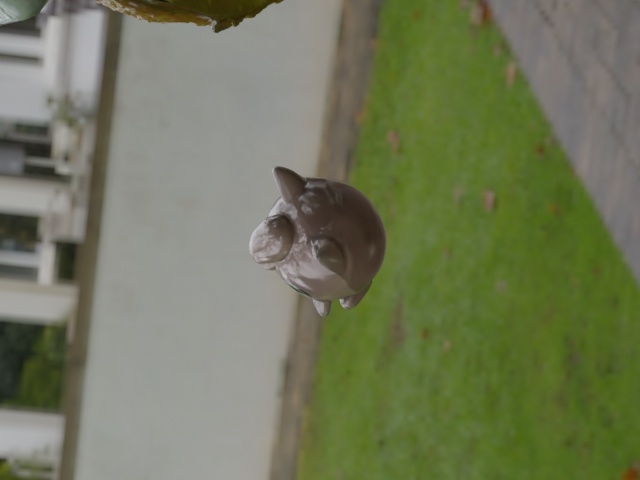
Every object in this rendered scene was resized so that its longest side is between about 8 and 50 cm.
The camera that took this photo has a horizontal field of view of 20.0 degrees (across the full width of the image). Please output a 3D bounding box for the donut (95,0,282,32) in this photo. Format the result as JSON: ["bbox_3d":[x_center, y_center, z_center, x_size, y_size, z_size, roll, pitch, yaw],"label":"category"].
[{"bbox_3d":[-0.122,-0.314,1.399,0.160,0.330,0.330,-91,10,-59],"label":"donut"}]

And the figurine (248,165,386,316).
[{"bbox_3d":[0.000,0.000,1.720,0.138,0.125,0.125,41,-132,-59],"label":"figurine"}]

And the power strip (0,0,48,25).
[{"bbox_3d":[-0.241,-0.246,1.070,0.140,0.224,0.139,2,53,52],"label":"power strip"}]
